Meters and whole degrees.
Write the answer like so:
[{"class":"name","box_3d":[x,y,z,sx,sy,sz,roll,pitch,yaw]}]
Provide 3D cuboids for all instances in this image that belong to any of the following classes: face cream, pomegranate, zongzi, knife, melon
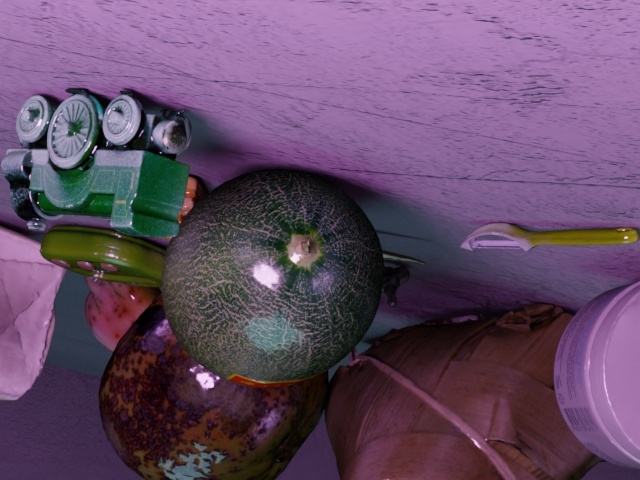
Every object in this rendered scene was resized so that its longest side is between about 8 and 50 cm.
[{"class":"face cream","box_3d":[0.312,0.120,1.696,0.177,0.177,0.153,12,172,-8]},{"class":"pomegranate","box_3d":[-0.158,0.137,2.207,0.341,0.285,0.285,40,-177,23]},{"class":"zongzi","box_3d":[0.034,0.268,2.092,0.467,0.218,0.500,-34,-169,-29]},{"class":"knife","box_3d":[0.188,-0.003,1.581,0.184,0.026,0.022,-1,-155,43]},{"class":"melon","box_3d":[-0.040,0.031,1.565,0.182,0.182,0.288,12,170,-8]}]

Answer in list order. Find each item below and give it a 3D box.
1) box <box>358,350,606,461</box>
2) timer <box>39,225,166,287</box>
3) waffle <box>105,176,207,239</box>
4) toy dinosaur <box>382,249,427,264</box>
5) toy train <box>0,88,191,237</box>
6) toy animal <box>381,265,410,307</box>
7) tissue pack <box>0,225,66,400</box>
[{"class":"box","box_3d":[0.266,0.218,2.540,0.396,0.111,0.396,14,168,-12]},{"class":"timer","box_3d":[-0.235,0.017,2.112,0.140,0.047,0.128,4,167,35]},{"class":"waffle","box_3d":[-0.150,-0.032,1.723,0.102,0.042,0.148,11,171,8]},{"class":"toy dinosaur","box_3d":[0.000,0.000,1.767,0.162,0.039,0.126,1,165,39]},{"class":"toy train","box_3d":[-0.169,-0.056,1.423,0.178,0.104,0.071,3,172,43]},{"class":"toy animal","box_3d":[-0.026,0.041,1.953,0.217,0.073,0.176,17,164,-7]},{"class":"tissue pack","box_3d":[-0.513,0.065,2.216,0.297,0.207,0.380,21,167,-34]}]
